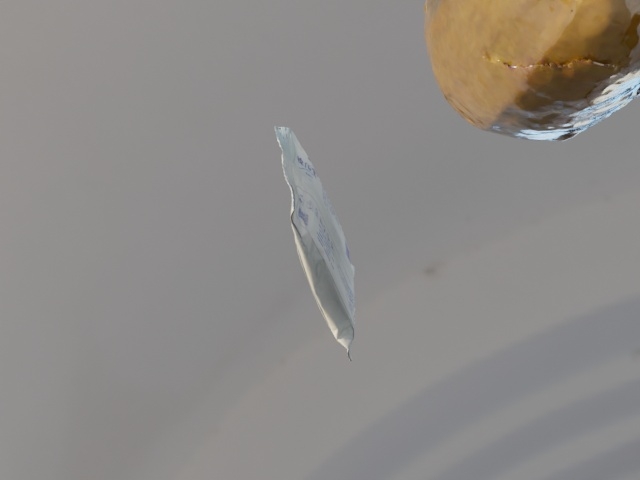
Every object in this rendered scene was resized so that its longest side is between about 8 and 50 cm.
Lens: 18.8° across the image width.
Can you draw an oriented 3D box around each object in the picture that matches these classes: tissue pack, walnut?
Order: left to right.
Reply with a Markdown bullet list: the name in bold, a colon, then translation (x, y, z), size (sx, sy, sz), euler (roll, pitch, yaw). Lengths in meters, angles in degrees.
- **tissue pack**: translation (0.000, 0.000, 1.708), size (0.026, 0.123, 0.193), euler (-14, -48, 12)
- **walnut**: translation (0.131, -0.125, 1.059), size (0.137, 0.137, 0.245), euler (5, -10, -16)
